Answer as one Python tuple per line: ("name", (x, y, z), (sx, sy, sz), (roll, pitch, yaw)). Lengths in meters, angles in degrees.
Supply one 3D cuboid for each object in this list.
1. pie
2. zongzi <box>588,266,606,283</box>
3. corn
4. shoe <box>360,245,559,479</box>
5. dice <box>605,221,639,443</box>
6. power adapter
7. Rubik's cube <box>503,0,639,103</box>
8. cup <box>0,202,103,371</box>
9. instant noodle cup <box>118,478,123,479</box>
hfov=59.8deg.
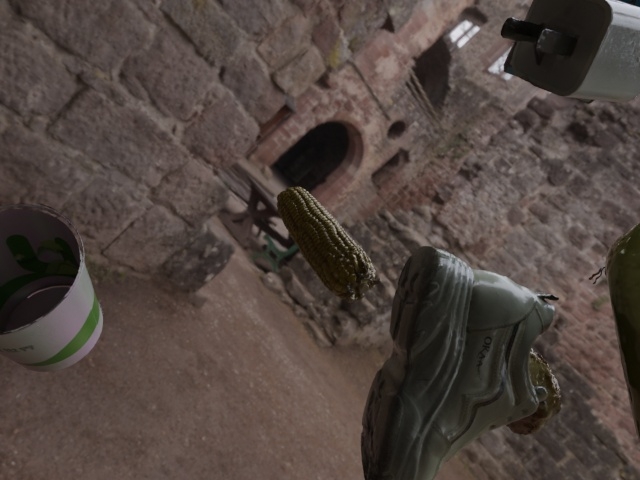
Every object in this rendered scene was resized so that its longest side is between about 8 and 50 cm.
("pie", (0.358, 0.272, 1.156), (0.315, 0.092, 0.315), (52, -17, 23))
("zongzi", (0.684, 0.089, 1.045), (0.248, 0.111, 0.241), (5, 19, -38))
("corn", (0.000, 0.000, 1.132), (0.305, 0.106, 0.106), (50, 5, 35))
("shoe", (0.175, 0.193, 0.682), (0.211, 0.342, 0.132), (14, 6, -6))
("dice", (0.450, 0.109, 0.604), (0.238, 0.227, 0.233), (59, 33, -37))
("power adapter", (0.332, -0.261, 0.738), (0.205, 0.125, 0.130), (-4, 35, -31))
("Rubik's cube", (0.450, -0.378, 0.967), (0.184, 0.182, 0.187), (24, -6, 8))
("cup", (-0.523, 0.108, 1.009), (0.253, 0.253, 0.274), (49, -23, 24))
("instant noodle cup", (-0.456, 0.637, 1.082), (0.244, 0.255, 0.244), (50, -24, 31))
